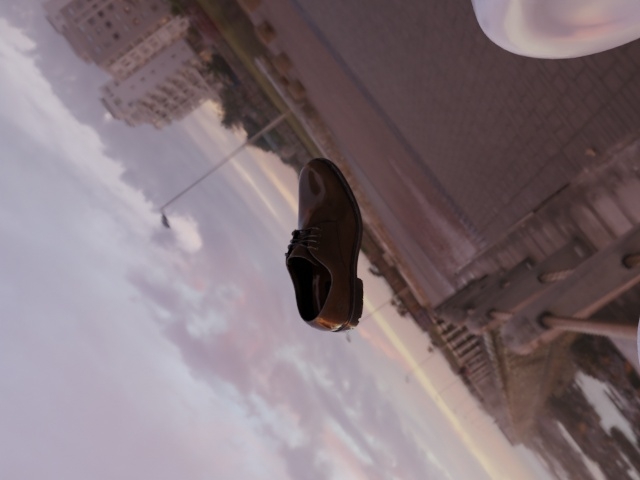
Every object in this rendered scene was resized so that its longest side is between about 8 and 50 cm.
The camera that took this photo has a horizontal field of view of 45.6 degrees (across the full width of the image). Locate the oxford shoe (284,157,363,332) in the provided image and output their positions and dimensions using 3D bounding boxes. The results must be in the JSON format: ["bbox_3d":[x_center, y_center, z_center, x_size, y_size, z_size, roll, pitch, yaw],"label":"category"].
[{"bbox_3d":[0.000,0.000,0.953,0.096,0.083,0.227,12,-113,-53],"label":"oxford shoe"}]

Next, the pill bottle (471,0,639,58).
[{"bbox_3d":[0.171,-0.323,0.565,0.188,0.188,0.334,47,-150,-69],"label":"pill bottle"}]

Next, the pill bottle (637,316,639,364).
[{"bbox_3d":[0.304,0.044,0.461,0.246,0.136,0.136,-11,-122,-46],"label":"pill bottle"}]
